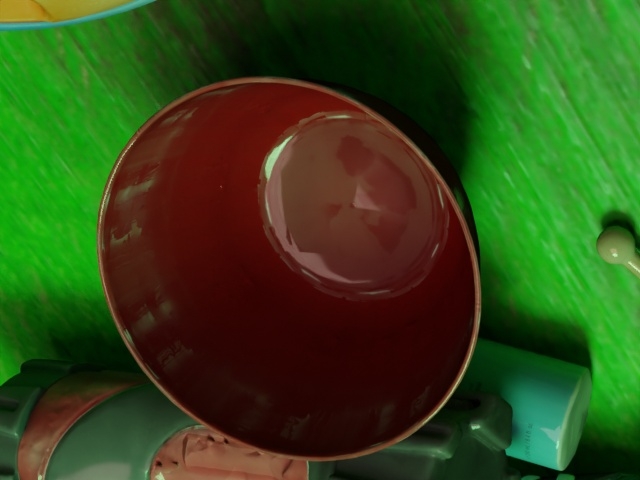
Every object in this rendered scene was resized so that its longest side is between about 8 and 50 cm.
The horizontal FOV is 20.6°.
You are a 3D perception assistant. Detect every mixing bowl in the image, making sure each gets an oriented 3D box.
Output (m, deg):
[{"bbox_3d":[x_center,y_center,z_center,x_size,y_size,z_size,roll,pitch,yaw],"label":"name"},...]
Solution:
[{"bbox_3d":[0.000,0.000,0.809,0.181,0.098,0.181,8,113,20],"label":"mixing bowl"}]

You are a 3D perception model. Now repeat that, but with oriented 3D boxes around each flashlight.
[{"bbox_3d":[-0.049,0.121,0.896,0.304,0.103,0.103,5,114,39],"label":"flashlight"}]

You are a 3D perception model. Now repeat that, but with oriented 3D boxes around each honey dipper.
[{"bbox_3d":[0.192,0.047,0.825,0.161,0.030,0.030,42,131,-6],"label":"honey dipper"}]

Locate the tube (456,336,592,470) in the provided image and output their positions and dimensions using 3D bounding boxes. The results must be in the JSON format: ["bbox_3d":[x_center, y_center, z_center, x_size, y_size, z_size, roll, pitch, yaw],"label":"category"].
[{"bbox_3d":[0.033,0.063,0.898,0.207,0.052,0.080,14,124,21],"label":"tube"}]

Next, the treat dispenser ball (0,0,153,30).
[{"bbox_3d":[-0.109,-0.213,0.577,0.288,0.288,0.288,12,130,15],"label":"treat dispenser ball"}]

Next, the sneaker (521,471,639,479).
[{"bbox_3d":[0.060,0.163,0.919,0.302,0.108,0.121,-19,121,36],"label":"sneaker"}]
